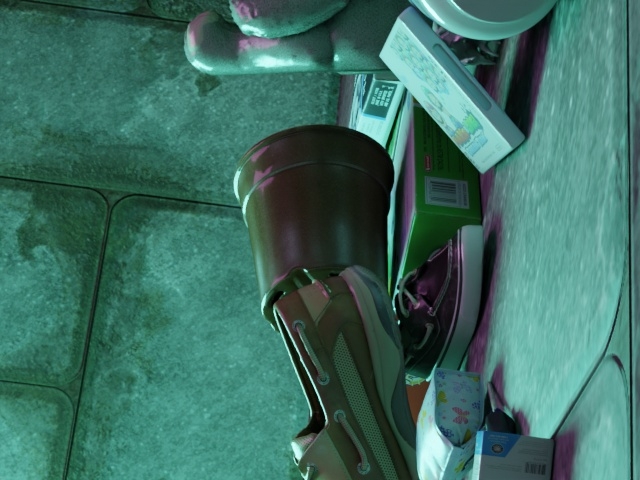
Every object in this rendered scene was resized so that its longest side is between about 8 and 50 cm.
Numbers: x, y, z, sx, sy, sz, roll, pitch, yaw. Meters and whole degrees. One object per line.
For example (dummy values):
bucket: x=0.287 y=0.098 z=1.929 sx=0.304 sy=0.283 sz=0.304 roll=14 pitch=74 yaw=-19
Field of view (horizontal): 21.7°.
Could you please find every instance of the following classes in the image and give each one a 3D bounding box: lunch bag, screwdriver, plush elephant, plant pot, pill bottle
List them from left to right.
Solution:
plant pot: x=0.000 y=0.000 z=1.656 sx=0.167 sy=0.167 sz=0.165 roll=101 pitch=167 yaw=-50
plush elephant: x=0.043 y=-0.295 z=1.646 sx=0.330 sy=0.271 sz=0.255 roll=4 pitch=97 yaw=50
lunch bag: x=0.108 y=0.159 z=1.364 sx=0.083 sy=0.053 sz=0.071 roll=-83 pitch=5 yaw=-46
pill bottle: x=0.125 y=-0.219 z=1.291 sx=0.221 sy=0.124 sz=0.124 roll=-104 pitch=21 yaw=-78
screwdriver: x=0.133 y=0.127 z=1.280 sx=0.170 sy=0.024 sz=0.025 roll=-87 pitch=-24 yaw=-76

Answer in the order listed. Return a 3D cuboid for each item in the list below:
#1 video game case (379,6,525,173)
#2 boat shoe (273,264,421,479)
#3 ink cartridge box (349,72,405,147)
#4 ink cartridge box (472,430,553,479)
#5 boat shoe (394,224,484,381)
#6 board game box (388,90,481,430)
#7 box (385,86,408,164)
video game case: x=0.109 y=-0.124 z=1.420 sx=0.019 sy=0.143 sz=0.157 roll=-41 pitch=-2 yaw=-6
boat shoe: x=0.029 y=0.190 z=1.531 sx=0.123 sy=0.116 sz=0.324 roll=144 pitch=113 yaw=-78
ink cartridge box: x=0.071 y=-0.214 z=1.971 sx=0.206 sy=0.045 sz=0.208 roll=106 pitch=173 yaw=-59
ink cartridge box: x=0.123 y=0.169 z=1.095 sx=0.028 sy=0.048 sz=0.083 roll=121 pitch=157 yaw=-82
boat shoe: x=0.102 y=0.062 z=1.514 sx=0.219 sy=0.070 sz=0.078 roll=102 pitch=175 yaw=-52
board game box: x=0.099 y=0.026 z=1.709 sx=0.242 sy=0.064 sz=0.317 roll=-87 pitch=5 yaw=-51
box: x=0.104 y=-0.141 z=2.066 sx=0.322 sy=0.058 sz=0.232 roll=-95 pitch=13 yaw=-67
